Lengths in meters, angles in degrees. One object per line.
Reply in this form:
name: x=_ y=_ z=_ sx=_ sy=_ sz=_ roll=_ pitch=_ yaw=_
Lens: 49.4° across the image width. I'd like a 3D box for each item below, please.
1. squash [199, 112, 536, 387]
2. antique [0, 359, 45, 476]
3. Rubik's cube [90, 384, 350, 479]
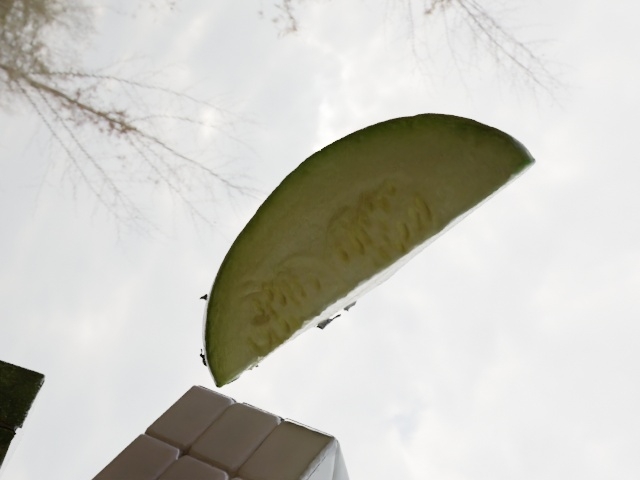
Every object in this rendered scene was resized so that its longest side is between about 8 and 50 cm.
squash: x=0.000 y=0.000 z=0.553 sx=0.111 sy=0.203 sz=0.289 roll=57 pitch=-26 yaw=8
antique: x=-0.353 y=0.124 z=0.567 sx=0.080 sy=0.221 sz=0.081 roll=-62 pitch=-165 yaw=19
Rubik's cube: x=-0.106 y=0.328 z=0.750 sx=0.224 sy=0.231 sz=0.221 roll=11 pitch=-142 yaw=35
